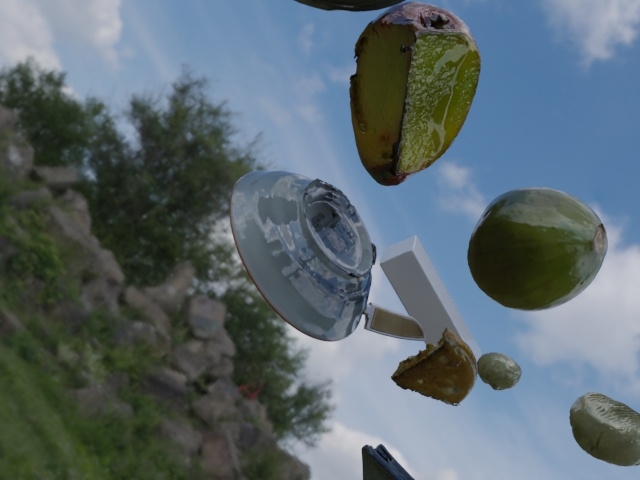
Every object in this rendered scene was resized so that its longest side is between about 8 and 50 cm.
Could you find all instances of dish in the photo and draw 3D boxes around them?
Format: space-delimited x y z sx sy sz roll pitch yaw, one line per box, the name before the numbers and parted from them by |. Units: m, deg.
dish | 0.000 0.000 1.232 0.085 0.260 0.260 -32 -78 29

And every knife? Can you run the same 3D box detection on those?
knife | 0.084 0.126 1.520 0.256 0.046 0.022 22 -13 -36

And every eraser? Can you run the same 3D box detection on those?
eraser | 0.224 0.139 1.846 0.298 0.076 0.078 60 20 -16

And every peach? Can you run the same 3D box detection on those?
peach | 0.133 -0.211 1.323 0.159 0.154 0.267 50 -34 47

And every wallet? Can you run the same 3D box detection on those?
wallet | 0.101 0.369 1.186 0.222 0.036 0.167 -160 -113 -72

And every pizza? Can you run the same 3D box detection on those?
pizza | 0.173 0.195 1.388 0.041 0.131 0.178 -87 154 -42

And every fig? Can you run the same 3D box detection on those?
fig | 0.559 0.023 2.334 0.343 0.343 0.343 43 -19 18

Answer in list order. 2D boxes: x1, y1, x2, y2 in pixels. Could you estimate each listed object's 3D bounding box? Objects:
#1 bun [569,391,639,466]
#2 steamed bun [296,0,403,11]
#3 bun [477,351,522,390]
bun | 0.580 0.383 1.847 0.188 0.164 0.111 31 -66 48
steamed bun | 0.038 -0.406 1.051 0.352 0.339 0.247 89 -5 -65
bun | 0.323 0.242 1.676 0.086 0.054 0.086 19 -27 10
